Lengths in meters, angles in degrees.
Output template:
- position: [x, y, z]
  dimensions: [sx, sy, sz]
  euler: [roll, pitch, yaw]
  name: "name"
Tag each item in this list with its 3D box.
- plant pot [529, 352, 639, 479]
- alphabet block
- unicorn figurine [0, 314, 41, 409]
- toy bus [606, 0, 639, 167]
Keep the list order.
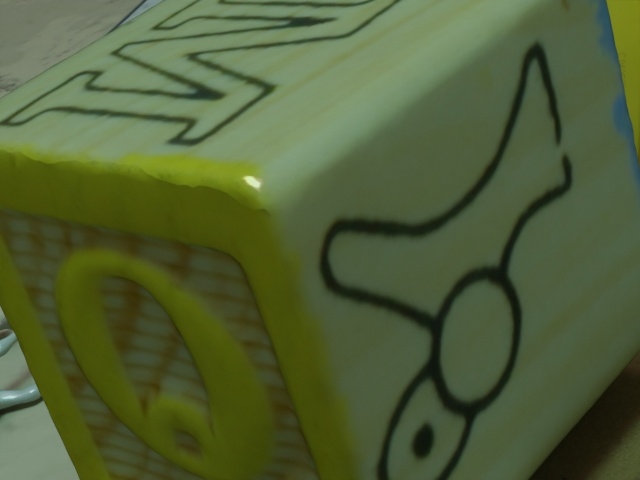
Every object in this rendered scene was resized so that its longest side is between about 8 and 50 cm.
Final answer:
- position: [0.074, 0.069, 0.641]
  dimensions: [0.236, 0.032, 0.236]
  euler: [-14, 27, 7]
  name: "plant pot"
- position: [0.000, 0.000, 0.575]
  dimensions: [0.193, 0.192, 0.197]
  euler: [8, 36, 43]
  name: "alphabet block"
- position: [-0.200, 0.073, 0.778]
  dimensions: [0.111, 0.060, 0.162]
  euler: [-33, 15, -26]
  name: "unicorn figurine"
- position: [0.184, -0.084, 0.738]
  dimensions: [0.212, 0.149, 0.220]
  euler: [-1, 2, -11]
  name: "toy bus"
